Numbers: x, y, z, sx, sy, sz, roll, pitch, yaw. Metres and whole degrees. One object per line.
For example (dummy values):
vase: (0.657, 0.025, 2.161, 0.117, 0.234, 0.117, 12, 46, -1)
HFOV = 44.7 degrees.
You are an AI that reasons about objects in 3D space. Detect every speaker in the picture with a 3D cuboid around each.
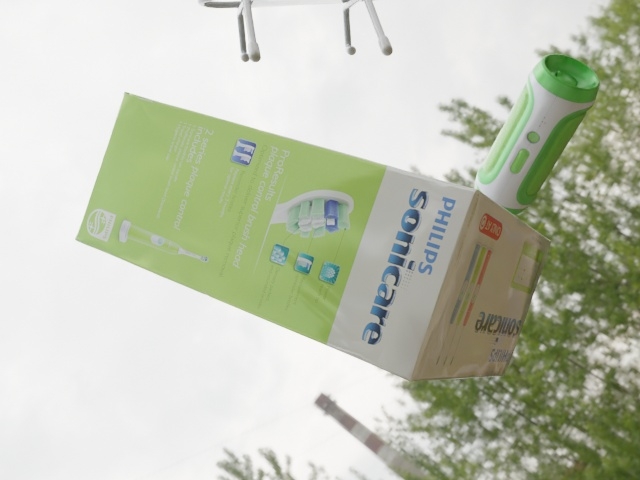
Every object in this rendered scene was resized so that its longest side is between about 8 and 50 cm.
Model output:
speaker: (0.391, -0.189, 1.431, 0.131, 0.131, 0.296, -30, -28, -40)

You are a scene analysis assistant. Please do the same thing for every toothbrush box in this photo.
toothbrush box: (0.000, 0.000, 0.584, 0.206, 0.283, 0.122, 17, -87, -61)

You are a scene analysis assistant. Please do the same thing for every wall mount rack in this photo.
wall mount rack: (-0.023, -0.359, 1.295, 0.350, 0.304, 0.130, -6, -79, -8)
